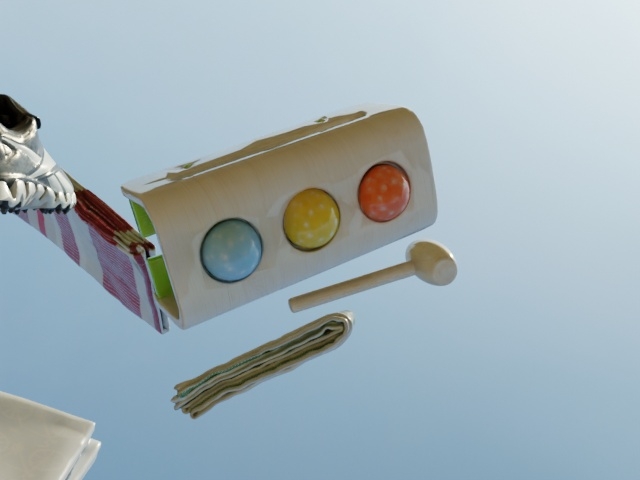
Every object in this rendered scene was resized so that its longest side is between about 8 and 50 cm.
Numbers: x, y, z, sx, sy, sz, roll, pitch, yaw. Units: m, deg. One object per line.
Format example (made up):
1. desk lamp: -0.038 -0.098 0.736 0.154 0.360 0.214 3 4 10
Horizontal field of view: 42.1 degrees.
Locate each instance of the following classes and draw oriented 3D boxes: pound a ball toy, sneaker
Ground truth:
1. pound a ball toy: 0.000 0.000 0.798 0.319 0.208 0.136 -21 -158 -22
2. sneaker: -0.276 -0.076 0.754 0.078 0.106 0.234 1 -178 1

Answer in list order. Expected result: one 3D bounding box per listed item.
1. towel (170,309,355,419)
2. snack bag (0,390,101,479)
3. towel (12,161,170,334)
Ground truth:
1. towel: -0.027 0.077 0.535 0.113 0.152 0.023 -24 -97 2
2. snack bag: -0.388 0.203 0.687 0.323 0.037 0.342 21 -158 -1
3. towel: -0.335 -0.020 1.107 0.329 0.237 0.037 37 -116 16
